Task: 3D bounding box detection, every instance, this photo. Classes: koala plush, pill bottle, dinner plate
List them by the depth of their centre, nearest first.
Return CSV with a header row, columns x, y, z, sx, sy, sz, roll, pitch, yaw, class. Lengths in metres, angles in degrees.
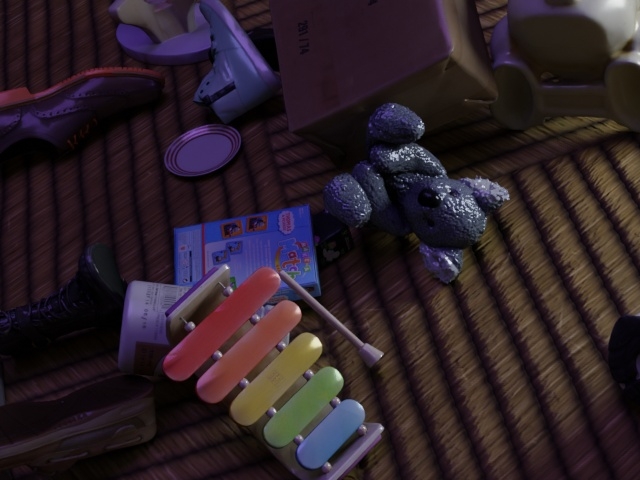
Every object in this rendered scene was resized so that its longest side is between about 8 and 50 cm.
x,y,z,sx,sy,sz,roll,pitch,yaw,class
-0.162,0.132,1.757,0.229,0.131,0.131,7,43,-6,pill bottle
0.155,-0.058,1.861,0.221,0.203,0.196,29,82,24,koala plush
-0.206,-0.155,2.208,0.141,0.017,0.141,-10,43,10,dinner plate

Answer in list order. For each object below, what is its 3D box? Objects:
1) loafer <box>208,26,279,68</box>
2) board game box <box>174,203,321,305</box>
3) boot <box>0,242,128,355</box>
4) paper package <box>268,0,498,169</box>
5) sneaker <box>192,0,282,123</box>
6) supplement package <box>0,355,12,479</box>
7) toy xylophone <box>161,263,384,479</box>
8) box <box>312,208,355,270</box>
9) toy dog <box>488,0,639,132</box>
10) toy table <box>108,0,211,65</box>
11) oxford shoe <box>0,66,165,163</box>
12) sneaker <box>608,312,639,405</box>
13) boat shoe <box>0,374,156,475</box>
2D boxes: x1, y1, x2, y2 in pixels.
x,y,z,sx,sy,sz,roll,pitch,yaw,class
-0.104,-0.371,2.352,0.220,0.080,0.078,0,45,21,loafer
-0.111,0.031,1.870,0.211,0.039,0.160,-11,47,5,board game box
-0.398,0.105,1.852,0.229,0.263,0.091,-16,67,-5,boot
0.087,-0.325,1.971,0.309,0.168,0.325,-23,61,24,paper package
-0.192,-0.327,2.268,0.151,0.094,0.256,-36,61,6,sneaker
-0.558,0.217,1.801,0.145,0.204,0.262,-22,41,0,supplement package
-0.050,0.162,1.659,0.323,0.081,0.236,38,65,-1,toy xylophone
0.000,0.000,1.935,0.083,0.052,0.062,-32,44,-15,box
0.408,-0.423,1.993,0.284,0.395,0.408,-3,52,31,toy dog
-0.306,-0.462,2.470,0.274,0.161,0.252,2,45,24,toy table
-0.458,-0.225,2.333,0.364,0.130,0.133,-16,74,-5,oxford shoe
0.564,0.154,1.501,0.410,0.158,0.182,23,39,32,sneaker
-0.363,0.271,1.694,0.302,0.098,0.109,-16,27,-26,boat shoe
